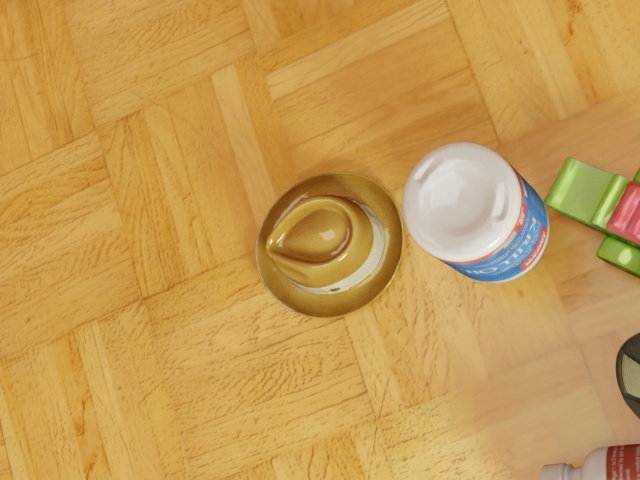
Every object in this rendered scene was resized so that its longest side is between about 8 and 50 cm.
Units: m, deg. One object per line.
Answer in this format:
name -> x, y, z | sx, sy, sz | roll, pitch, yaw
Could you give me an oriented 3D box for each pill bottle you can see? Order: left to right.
pill bottle -> 0.176, -0.021, 1.295 | 0.124, 0.221, 0.124 | -4, 79, 22
pill bottle -> 0.339, 0.265, 1.229 | 0.216, 0.121, 0.121 | -8, 77, 20

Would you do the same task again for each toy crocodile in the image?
toy crocodile -> 0.391, 0.009, 1.266 | 0.341, 0.105, 0.115 | 33, 93, 24

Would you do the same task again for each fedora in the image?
fedora -> 0.000, 0.000, 1.440 | 0.194, 0.079, 0.194 | -4, 78, 22

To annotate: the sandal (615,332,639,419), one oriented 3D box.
sandal -> 0.442, 0.138, 1.178 | 0.303, 0.086, 0.120 | -3, 92, 23
